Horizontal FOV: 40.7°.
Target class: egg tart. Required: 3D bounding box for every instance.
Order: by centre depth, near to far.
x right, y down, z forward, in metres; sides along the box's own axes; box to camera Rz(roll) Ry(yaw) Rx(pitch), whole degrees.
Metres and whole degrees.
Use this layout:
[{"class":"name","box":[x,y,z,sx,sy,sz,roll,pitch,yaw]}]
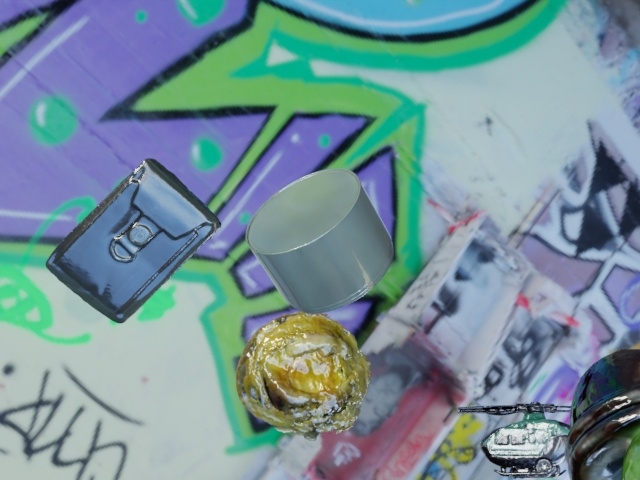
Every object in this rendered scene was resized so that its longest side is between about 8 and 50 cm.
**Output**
[{"class":"egg tart","box":[-0.034,0.294,1.843,0.297,0.297,0.132,39,178,-1]}]

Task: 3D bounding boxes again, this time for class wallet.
[{"class":"wallet","box":[-0.288,0.007,1.337,0.168,0.245,0.052,43,-173,-25]}]

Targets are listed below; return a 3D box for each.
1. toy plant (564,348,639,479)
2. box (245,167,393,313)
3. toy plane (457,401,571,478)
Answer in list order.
[{"class":"toy plant","box":[0.347,0.241,0.883,0.235,0.175,0.218,-93,-19,-49]},{"class":"box","box":[0.000,0.000,1.527,0.226,0.226,0.149,22,149,53]},{"class":"toy plane","box":[0.467,0.394,1.725,0.381,0.155,0.106,-9,160,28]}]
